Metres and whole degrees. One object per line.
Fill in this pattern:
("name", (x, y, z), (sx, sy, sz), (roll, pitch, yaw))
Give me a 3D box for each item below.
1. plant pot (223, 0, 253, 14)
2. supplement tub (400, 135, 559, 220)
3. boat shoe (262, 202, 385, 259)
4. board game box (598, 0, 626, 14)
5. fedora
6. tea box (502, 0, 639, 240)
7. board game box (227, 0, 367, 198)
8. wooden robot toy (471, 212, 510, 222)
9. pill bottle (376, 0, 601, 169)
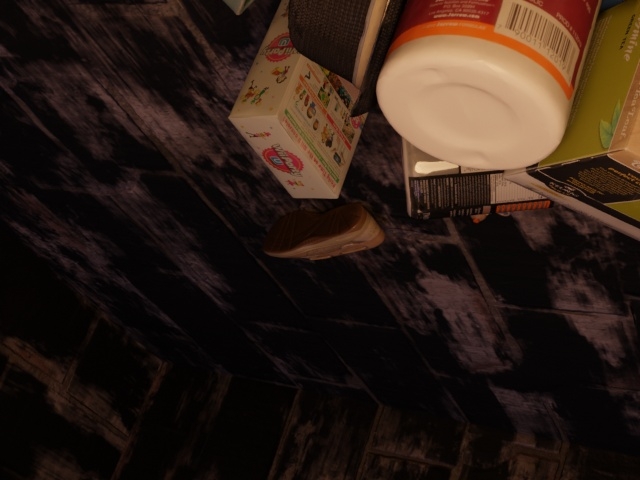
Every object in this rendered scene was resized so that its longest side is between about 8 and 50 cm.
("plant pot", (-0.105, -0.497, 1.265), (0.252, 0.247, 0.248), (39, 155, -2))
("supplement tub", (0.294, -0.142, 1.660), (0.315, 0.194, 0.194), (-5, 152, 4))
("boat shoe", (0.000, 0.000, 2.355), (0.341, 0.122, 0.110), (-8, 143, 45))
("board game box", (0.398, -0.278, 1.323), (0.160, 0.047, 0.210), (25, 171, -26))
("fedora", (0.048, -0.338, 1.329), (0.152, 0.334, 0.334), (19, 156, 3))
("tea box", (0.457, -0.124, 1.217), (0.328, 0.220, 0.323), (23, 174, -13))
("board game box", (-0.008, -0.253, 1.605), (0.097, 0.304, 0.224), (3, 150, 31))
("wooden robot toy", (0.333, -0.064, 2.006), (0.173, 0.079, 0.076), (11, 154, 23))
("pill bottle", (0.227, -0.302, 1.205), (0.224, 0.392, 0.224), (17, 155, 8))
